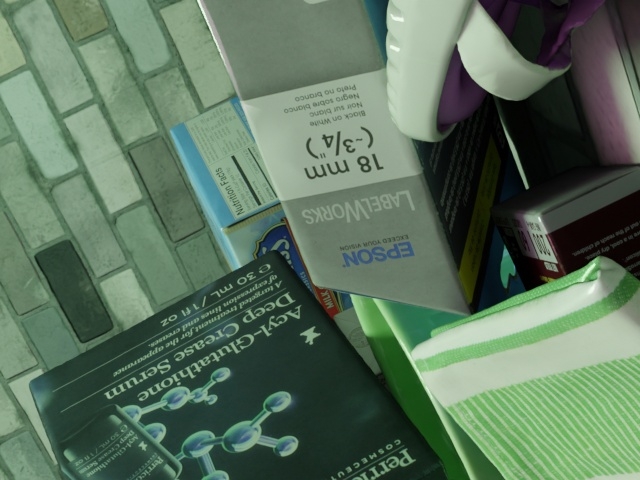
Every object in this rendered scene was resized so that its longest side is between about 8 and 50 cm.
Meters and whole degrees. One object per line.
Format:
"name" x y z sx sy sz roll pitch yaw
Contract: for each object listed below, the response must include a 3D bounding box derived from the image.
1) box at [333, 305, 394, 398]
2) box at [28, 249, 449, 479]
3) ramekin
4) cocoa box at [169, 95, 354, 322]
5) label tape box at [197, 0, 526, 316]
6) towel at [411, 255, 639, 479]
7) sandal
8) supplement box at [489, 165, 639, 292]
"box" 0.129 0.157 1.412 0.087 0.169 0.290 60 174 40
"box" -0.067 0.237 1.248 0.395 0.293 0.212 49 165 53
"ramekin" 0.153 0.124 1.105 0.303 0.148 0.303 63 175 10
"cocoa box" 0.000 0.000 1.595 0.231 0.228 0.347 58 172 49
"label tape box" 0.046 -0.085 0.899 0.240 0.106 0.333 -68 -39 -56
"towel" 0.200 0.162 0.731 0.325 0.038 0.248 52 155 -1
"sandal" 0.100 -0.133 0.617 0.102 0.169 0.416 21 174 8
"supplement box" 0.199 0.074 0.837 0.239 0.073 0.130 64 176 -5
